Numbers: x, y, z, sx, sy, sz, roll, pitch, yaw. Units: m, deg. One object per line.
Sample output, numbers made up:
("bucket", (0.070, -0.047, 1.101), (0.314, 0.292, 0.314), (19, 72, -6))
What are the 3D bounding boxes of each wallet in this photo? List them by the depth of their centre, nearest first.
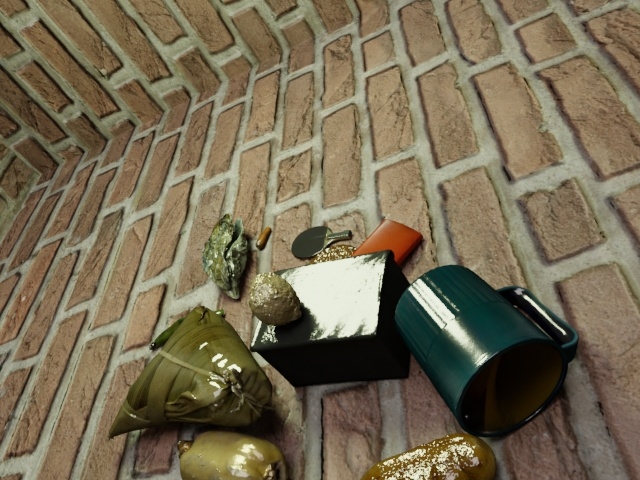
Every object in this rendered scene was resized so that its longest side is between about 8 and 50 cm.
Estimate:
("wallet", (0.177, 0.032, 1.605), (0.142, 0.045, 0.204), (24, 58, 37))

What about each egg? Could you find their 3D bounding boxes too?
("egg", (-0.111, 0.141, 1.348), (0.118, 0.116, 0.140), (-24, 63, -18))

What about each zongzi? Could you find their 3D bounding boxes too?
("zongzi", (-0.338, 0.453, 1.447), (0.467, 0.218, 0.500), (-53, 30, -4))

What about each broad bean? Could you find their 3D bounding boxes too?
("broad bean", (-0.438, 0.276, 1.845), (0.298, 0.043, 0.060), (-25, 50, 15))

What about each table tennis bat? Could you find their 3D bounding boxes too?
("table tennis bat", (0.000, 0.000, 1.818), (0.221, 0.019, 0.130), (-12, 45, 30))

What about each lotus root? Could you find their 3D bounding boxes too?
("lotus root", (-0.223, 0.534, 1.335), (0.343, 0.151, 0.169), (-6, 28, 39))

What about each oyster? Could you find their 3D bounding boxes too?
("oyster", (-0.317, 0.053, 1.923), (0.350, 0.158, 0.162), (-106, 32, -43))

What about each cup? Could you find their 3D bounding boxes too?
("cup", (0.338, 0.195, 1.184), (0.308, 0.242, 0.292), (-39, 35, 1))

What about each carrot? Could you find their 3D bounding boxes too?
("carrot", (-0.198, -0.009, 1.968), (0.032, 0.032, 0.093), (-3, 46, 35))

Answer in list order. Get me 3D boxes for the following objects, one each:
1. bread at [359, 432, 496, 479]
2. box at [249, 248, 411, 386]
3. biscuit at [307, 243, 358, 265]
("bread", (0.185, 0.484, 1.129), (0.344, 0.084, 0.124), (-27, 21, 12))
("box", (0.043, 0.202, 1.426), (0.345, 0.204, 0.251), (-11, 45, 28))
("biscuit", (0.039, 0.099, 1.670), (0.212, 0.036, 0.212), (-20, 43, 19))
